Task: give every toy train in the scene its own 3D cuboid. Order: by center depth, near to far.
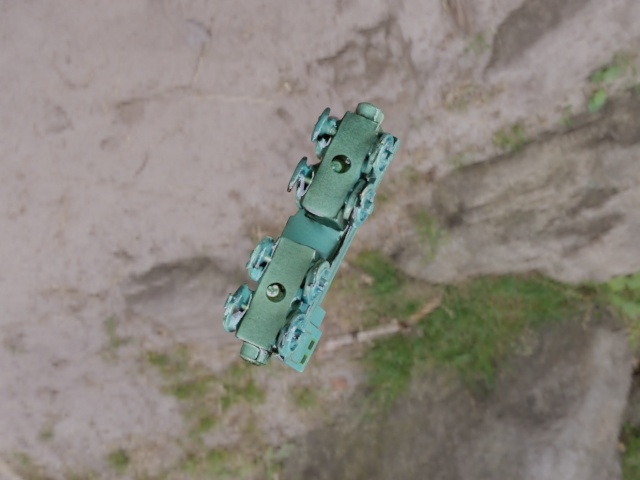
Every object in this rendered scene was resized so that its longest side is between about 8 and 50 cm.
[{"bbox_3d":[0.000,0.000,0.401,0.029,0.092,0.045,24,172,18],"label":"toy train"}]
